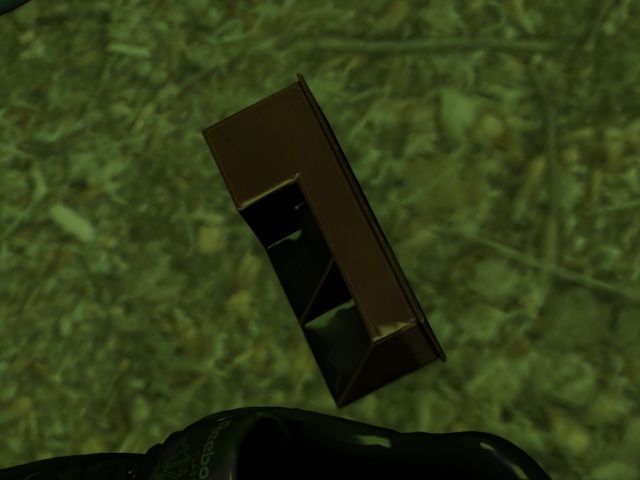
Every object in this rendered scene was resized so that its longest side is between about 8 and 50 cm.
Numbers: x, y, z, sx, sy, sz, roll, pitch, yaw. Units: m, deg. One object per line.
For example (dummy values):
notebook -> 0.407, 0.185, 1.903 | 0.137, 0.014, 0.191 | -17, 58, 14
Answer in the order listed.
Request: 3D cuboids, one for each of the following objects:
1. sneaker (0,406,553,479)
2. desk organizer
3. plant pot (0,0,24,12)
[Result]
sneaker -> -0.048, 0.100, 0.584 | 0.283, 0.124, 0.107 | -1, 49, 12
desk organizer -> 0.000, 0.000, 0.673 | 0.050, 0.047, 0.130 | -27, 62, 3
plant pot -> -0.229, -0.276, 0.743 | 0.271, 0.255, 0.272 | -5, 64, 11
